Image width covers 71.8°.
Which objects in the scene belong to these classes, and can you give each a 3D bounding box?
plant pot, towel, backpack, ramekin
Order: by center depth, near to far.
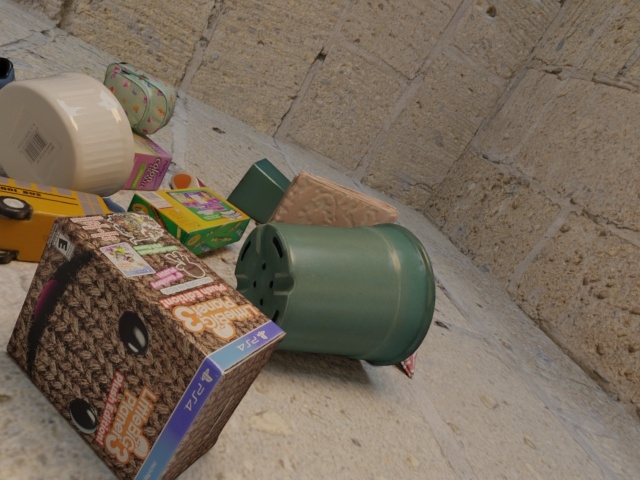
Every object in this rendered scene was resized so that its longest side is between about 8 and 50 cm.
[{"bbox_3d":[-0.551,-0.210,0.935,0.277,0.277,0.135,34,28,7],"label":"ramekin"},{"bbox_3d":[0.009,0.106,0.973,0.334,0.341,0.341,9,28,-33],"label":"plant pot"},{"bbox_3d":[-0.506,-0.065,1.006,0.067,0.029,0.119,33,18,4],"label":"towel"},{"bbox_3d":[0.000,0.000,1.173,0.317,0.331,0.053,20,28,-29],"label":"towel"},{"bbox_3d":[0.216,0.256,1.203,0.197,0.029,0.144,62,20,-4],"label":"towel"},{"bbox_3d":[-0.513,-0.390,1.239,0.189,0.165,0.144,22,22,-17],"label":"backpack"},{"bbox_3d":[-0.169,-0.144,1.553,0.234,0.165,0.165,39,18,-4],"label":"plant pot"}]

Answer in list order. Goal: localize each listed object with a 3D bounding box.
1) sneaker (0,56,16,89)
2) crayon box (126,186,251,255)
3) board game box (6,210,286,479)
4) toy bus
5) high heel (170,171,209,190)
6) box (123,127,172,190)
[{"bbox_3d":[-0.836,-0.355,1.000,0.130,0.147,0.330,29,32,-6],"label":"sneaker"},{"bbox_3d":[-0.316,-0.052,1.097,0.165,0.081,0.278,35,19,12],"label":"crayon box"},{"bbox_3d":[-0.238,0.137,0.593,0.291,0.232,0.141,37,20,16],"label":"board game box"},{"bbox_3d":[-0.502,-0.031,0.803,0.333,0.108,0.130,10,27,-47],"label":"toy bus"},{"bbox_3d":[-0.361,-0.130,1.374,0.244,0.082,0.117,26,-15,24],"label":"high heel"},{"bbox_3d":[-0.581,-0.245,1.210,0.214,0.117,0.243,38,20,19],"label":"box"}]
